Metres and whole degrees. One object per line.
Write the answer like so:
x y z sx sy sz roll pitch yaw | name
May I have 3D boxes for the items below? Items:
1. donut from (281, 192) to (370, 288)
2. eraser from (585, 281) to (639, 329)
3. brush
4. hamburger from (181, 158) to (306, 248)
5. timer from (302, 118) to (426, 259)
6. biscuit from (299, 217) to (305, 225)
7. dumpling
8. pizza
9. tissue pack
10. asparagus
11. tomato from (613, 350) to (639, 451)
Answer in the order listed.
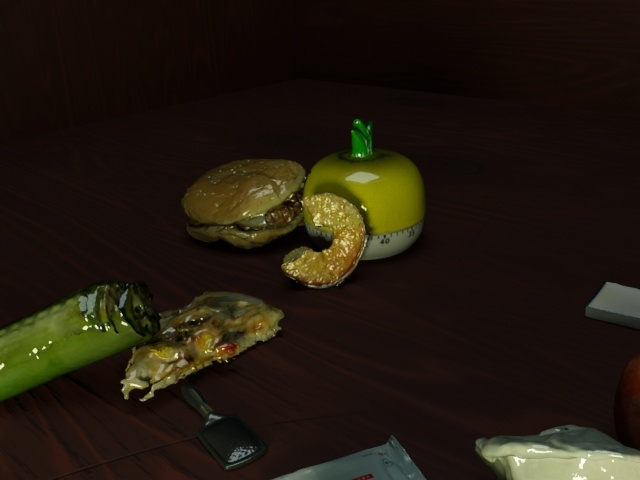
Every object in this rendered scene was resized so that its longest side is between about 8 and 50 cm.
0.012 0.001 1.292 0.145 0.181 0.078 15 4 -8 | donut
0.519 0.111 1.110 0.150 0.023 0.103 14 28 36 | eraser
-0.142 0.238 0.913 0.062 0.016 0.193 -17 26 -31 | brush
-0.162 -0.092 1.532 0.283 0.145 0.259 8 30 27 | hamburger
0.089 -0.121 1.421 0.284 0.286 0.285 -3 22 1 | timer
-0.006 -0.093 1.664 0.165 0.036 0.250 6 30 24 | biscuit
0.256 0.239 0.685 0.228 0.151 0.124 11 53 30 | dumpling
-0.206 0.152 1.065 0.189 0.071 0.296 15 30 37 | pizza
0.026 0.285 0.759 0.192 0.026 0.122 -12 24 -20 | tissue pack
-0.424 0.162 0.996 0.381 0.108 0.128 -23 4 1 | asparagus
0.411 0.198 0.769 0.155 0.181 0.214 -12 8 29 | tomato
